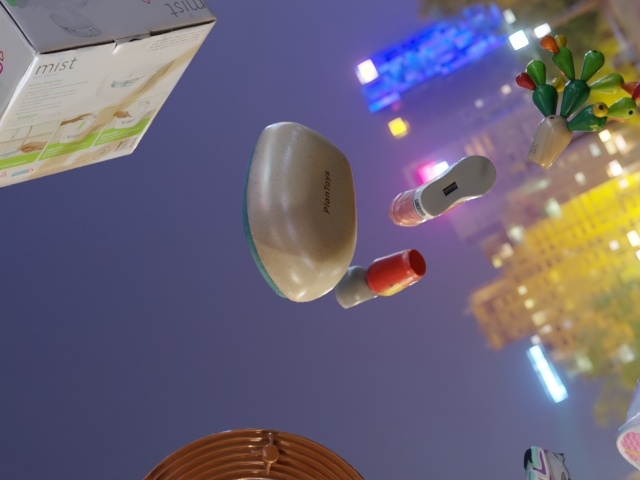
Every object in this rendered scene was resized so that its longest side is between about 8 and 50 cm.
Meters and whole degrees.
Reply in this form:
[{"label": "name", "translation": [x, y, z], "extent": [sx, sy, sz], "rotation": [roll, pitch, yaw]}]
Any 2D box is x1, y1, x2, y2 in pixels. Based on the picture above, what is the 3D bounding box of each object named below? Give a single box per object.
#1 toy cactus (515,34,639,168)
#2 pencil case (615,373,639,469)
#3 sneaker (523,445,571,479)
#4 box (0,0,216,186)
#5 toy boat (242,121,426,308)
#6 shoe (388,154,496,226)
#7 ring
[{"label": "toy cactus", "translation": [0.343, -0.187, 2.269], "extent": [0.219, 0.180, 0.112], "rotation": [30, -178, 39]}, {"label": "pencil case", "translation": [0.426, 0.141, 1.859], "extent": [0.124, 0.113, 0.273], "rotation": [108, -172, -58]}, {"label": "sneaker", "translation": [0.282, 0.303, 1.994], "extent": [0.038, 0.069, 0.098], "rotation": [141, 139, -69]}, {"label": "box", "translation": [-0.279, -0.183, 1.760], "extent": [0.262, 0.231, 0.127], "rotation": [-20, -115, -46]}, {"label": "toy boat", "translation": [0.000, 0.000, 2.296], "extent": [0.318, 0.148, 0.267], "rotation": [35, -134, -35]}, {"label": "shoe", "translation": [0.179, -0.073, 2.417], "extent": [0.178, 0.081, 0.063], "rotation": [-29, -83, -40]}, {"label": "ring", "translation": [-0.075, 0.379, 1.850], "extent": [0.032, 0.336, 0.337], "rotation": [102, 144, -77]}]
